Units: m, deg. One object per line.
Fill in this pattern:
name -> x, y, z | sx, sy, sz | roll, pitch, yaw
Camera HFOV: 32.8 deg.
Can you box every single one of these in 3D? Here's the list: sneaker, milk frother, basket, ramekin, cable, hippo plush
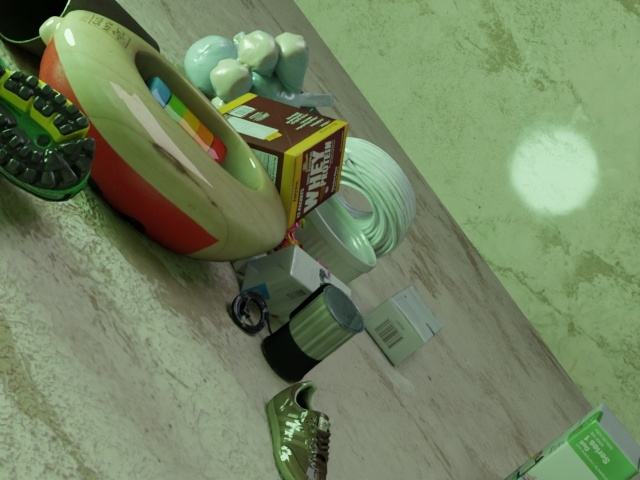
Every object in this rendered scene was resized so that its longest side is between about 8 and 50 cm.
sneaker -> -0.406, -0.164, 1.255 | 0.343, 0.134, 0.146 | 45, -22, 4
milk frother -> -0.036, 0.111, 1.590 | 0.143, 0.135, 0.129 | 29, 31, -38
sneaker -> -0.019, 0.259, 1.421 | 0.066, 0.071, 0.188 | 39, 19, -40
basket -> -0.361, -0.316, 1.652 | 0.227, 0.154, 0.204 | 39, 16, -50
ramekin -> 0.000, 0.000, 2.034 | 0.207, 0.109, 0.207 | 46, 16, -17
cable -> 0.064, -0.081, 2.159 | 0.257, 0.257, 0.089 | 40, 49, -2
hippo plush -> -0.140, -0.353, 2.210 | 0.294, 0.234, 0.236 | 2, 34, -41

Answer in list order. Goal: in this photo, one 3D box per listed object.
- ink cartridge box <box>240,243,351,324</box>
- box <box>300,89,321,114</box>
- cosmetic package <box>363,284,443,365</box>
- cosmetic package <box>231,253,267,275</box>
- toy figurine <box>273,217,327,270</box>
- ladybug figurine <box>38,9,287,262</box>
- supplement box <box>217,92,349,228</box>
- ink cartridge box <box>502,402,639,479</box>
ink cartridge box -> -0.026, 0.089, 1.722 | 0.181, 0.104, 0.061 | 41, 44, -36
box -> -0.082, -0.299, 2.455 | 0.158, 0.093, 0.156 | 52, -7, 3
cosmetic package -> 0.167, 0.167, 2.182 | 0.117, 0.085, 0.231 | 53, 16, 5
cosmetic package -> -0.128, 0.005, 1.770 | 0.060, 0.041, 0.115 | 32, 23, -51
toy figurine -> -0.050, 0.026, 1.875 | 0.173, 0.130, 0.159 | 146, -75, -74
ladybug figurine -> -0.236, -0.131, 1.537 | 0.449, 0.162, 0.305 | 46, 16, -19
supplement box -> -0.087, -0.135, 1.782 | 0.194, 0.129, 0.191 | 19, 29, 20
ink cartridge box -> 0.426, 0.430, 1.938 | 0.117, 0.278, 0.201 | 51, 14, 11
